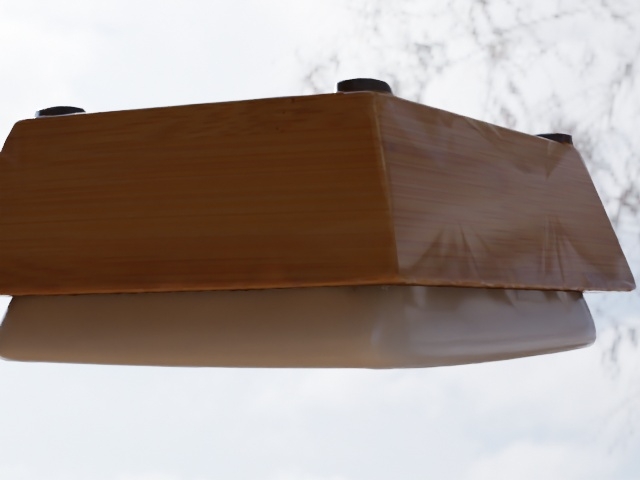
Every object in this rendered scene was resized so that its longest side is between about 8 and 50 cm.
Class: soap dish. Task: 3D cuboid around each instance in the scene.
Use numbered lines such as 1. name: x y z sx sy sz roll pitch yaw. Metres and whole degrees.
1. soap dish: 0.000 0.000 0.711 0.229 0.118 0.291 -2 -4 29
